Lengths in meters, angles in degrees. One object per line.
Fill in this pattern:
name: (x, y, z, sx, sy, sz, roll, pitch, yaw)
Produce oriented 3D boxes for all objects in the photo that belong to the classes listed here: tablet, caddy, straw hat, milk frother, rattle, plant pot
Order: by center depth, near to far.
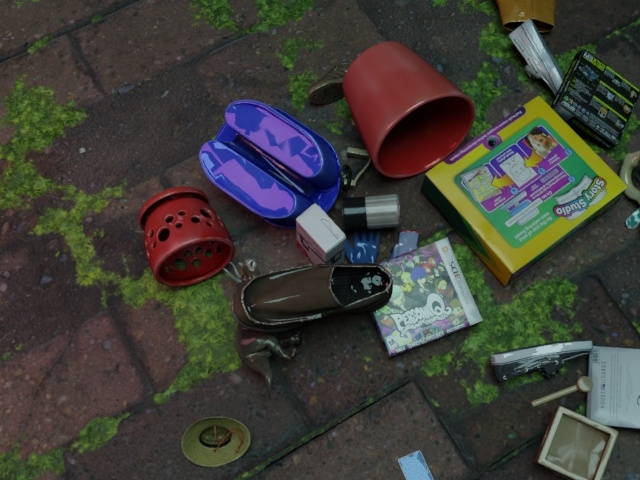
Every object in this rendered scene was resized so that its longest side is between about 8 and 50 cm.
tablet: (0.204, 0.493, 1.749, 0.054, 0.006, 0.083, -21, 70, -9)
straw hat: (-0.223, 0.409, 1.752, 0.144, 0.144, 0.061, -11, 29, -5)
plant pot: (-0.308, -0.016, 1.867, 0.191, 0.191, 0.174, -20, 63, -8)
milk frother: (0.113, -0.101, 1.913, 0.134, 0.143, 0.129, -5, 37, 3)
caddy: (-0.115, -0.180, 1.944, 0.341, 0.179, 0.241, 35, 94, 13)
plant pot: (0.191, -0.325, 1.972, 0.275, 0.275, 0.243, -26, 59, -10)
rattle: (0.801, -0.116, 1.993, 0.130, 0.142, 0.200, -11, 81, 30)

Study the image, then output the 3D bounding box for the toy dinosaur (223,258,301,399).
toy dinosaur: (-0.127, 0.202, 1.831, 0.160, 0.121, 0.314, -4, 71, 11)

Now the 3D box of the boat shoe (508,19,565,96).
boat shoe: (0.560, -0.451, 2.115, 0.075, 0.083, 0.226, -30, 77, 26)

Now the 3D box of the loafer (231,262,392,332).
loafer: (-0.010, 0.100, 1.750, 0.365, 0.130, 0.134, -11, 75, -17)

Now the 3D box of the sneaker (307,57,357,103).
sneaker: (0.042, -0.409, 2.107, 0.188, 0.066, 0.071, -23, 52, -15)

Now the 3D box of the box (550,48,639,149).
box: (0.685, -0.350, 2.051, 0.190, 0.045, 0.184, 32, 68, -10)

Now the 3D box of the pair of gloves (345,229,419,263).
pair of gloves: (0.146, 0.037, 1.933, 0.198, 0.023, 0.159, 7, 66, 2)

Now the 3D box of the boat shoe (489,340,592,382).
boat shoe: (0.488, 0.268, 1.810, 0.228, 0.080, 0.076, -9, 85, -7)

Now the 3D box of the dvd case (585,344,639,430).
dvd case: (0.699, 0.321, 1.775, 0.238, 0.029, 0.179, 2, 66, 20)

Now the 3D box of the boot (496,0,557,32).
boot: (0.482, -0.657, 2.180, 0.295, 0.104, 0.211, 10, 67, 0)

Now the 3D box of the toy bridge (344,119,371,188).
toy bridge: (0.096, -0.214, 2.035, 0.063, 0.026, 0.188, 10, 67, 2)

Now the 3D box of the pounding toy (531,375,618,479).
pounding toy: (0.524, 0.389, 1.739, 0.181, 0.094, 0.206, 23, 77, 14)

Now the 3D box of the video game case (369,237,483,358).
video game case: (0.221, 0.129, 1.868, 0.232, 0.042, 0.210, -19, 77, -7)

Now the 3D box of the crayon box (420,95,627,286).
crayon box: (0.478, -0.122, 1.954, 0.363, 0.106, 0.313, -34, 73, -13)

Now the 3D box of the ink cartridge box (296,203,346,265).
ink cartridge box: (0.000, 0.000, 1.878, 0.063, 0.150, 0.109, -38, 72, -15)
